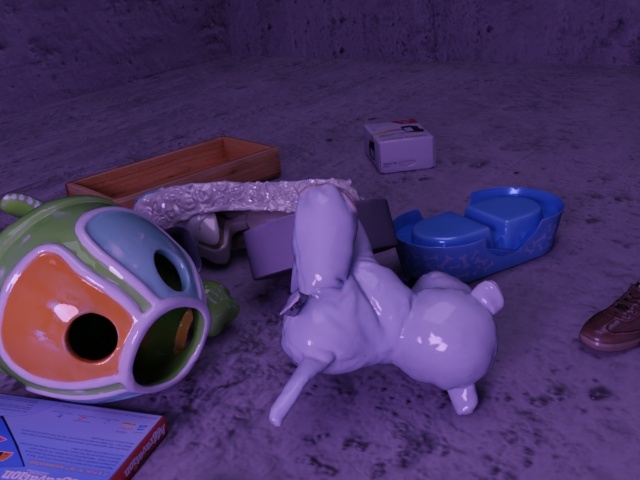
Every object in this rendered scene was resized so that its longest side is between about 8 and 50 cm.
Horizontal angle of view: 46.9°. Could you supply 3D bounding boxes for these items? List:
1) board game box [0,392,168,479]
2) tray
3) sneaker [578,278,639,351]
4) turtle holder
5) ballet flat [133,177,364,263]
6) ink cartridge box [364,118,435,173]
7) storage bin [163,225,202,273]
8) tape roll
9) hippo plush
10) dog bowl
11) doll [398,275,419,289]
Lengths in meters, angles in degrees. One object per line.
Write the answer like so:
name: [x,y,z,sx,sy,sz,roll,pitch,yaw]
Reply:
board game box: [-0.325,0.224,0.799,0.281,0.027,0.145,3,22,19]
tray: [-0.306,-0.130,1.582,0.411,0.076,0.203,-25,30,-37]
sneaker: [0.397,0.078,0.924,0.188,0.071,0.066,-17,26,-27]
turtle holder: [-0.249,0.092,0.890,0.228,0.320,0.243,23,70,25]
ballet flat: [-0.124,-0.028,1.236,0.409,0.146,0.147,-6,23,0]
ink cartridge box: [0.178,-0.217,1.676,0.128,0.072,0.175,-7,22,-6]
storage bin: [-0.266,0.046,1.147,0.135,0.098,0.091,-23,1,-34]
tape roll: [0.000,0.000,1.080,0.219,0.072,0.219,-14,-5,-1]
hippo plush: [0.081,0.062,0.825,0.237,0.234,0.294,7,4,0]
dog bowl: [0.248,-0.009,1.164,0.297,0.074,0.166,-16,25,-26]
doll: [0.126,0.075,1.025,0.189,0.046,0.129,17,22,31]
